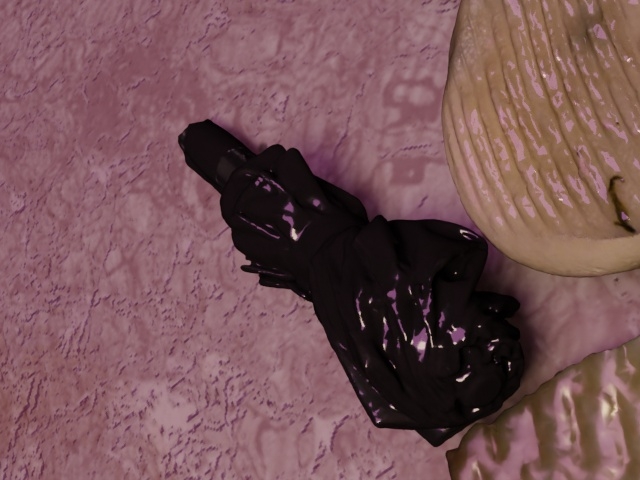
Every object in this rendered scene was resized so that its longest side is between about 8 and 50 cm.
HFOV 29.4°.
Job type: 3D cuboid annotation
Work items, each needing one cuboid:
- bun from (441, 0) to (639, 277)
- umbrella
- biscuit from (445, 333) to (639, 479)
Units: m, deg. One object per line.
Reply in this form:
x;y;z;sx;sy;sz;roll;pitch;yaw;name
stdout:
0.168;-0.095;0.661;0.237;0.116;0.210;-45;57;34;bun
0.000;0.000;0.766;0.118;0.118;0.340;-58;41;7;umbrella
0.204;0.118;0.621;0.273;0.036;0.187;-34;59;22;biscuit
